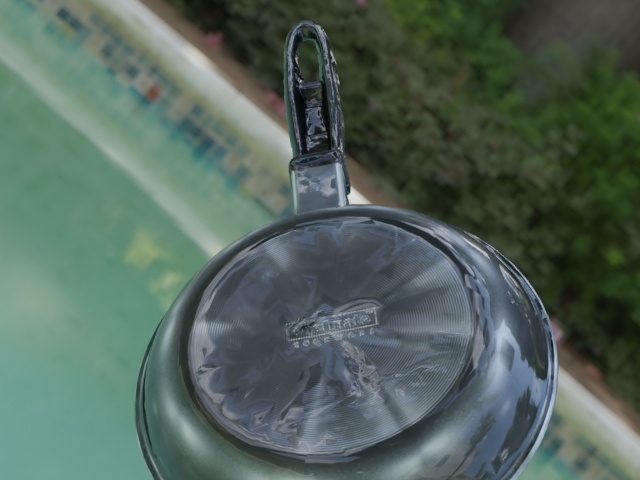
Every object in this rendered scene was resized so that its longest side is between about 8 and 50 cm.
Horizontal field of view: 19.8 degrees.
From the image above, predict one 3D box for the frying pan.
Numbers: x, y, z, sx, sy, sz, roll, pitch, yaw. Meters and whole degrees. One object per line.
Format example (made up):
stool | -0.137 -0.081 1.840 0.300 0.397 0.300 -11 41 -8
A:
frying pan | 0.027 0.006 0.869 0.197 0.326 0.053 8 -36 18
